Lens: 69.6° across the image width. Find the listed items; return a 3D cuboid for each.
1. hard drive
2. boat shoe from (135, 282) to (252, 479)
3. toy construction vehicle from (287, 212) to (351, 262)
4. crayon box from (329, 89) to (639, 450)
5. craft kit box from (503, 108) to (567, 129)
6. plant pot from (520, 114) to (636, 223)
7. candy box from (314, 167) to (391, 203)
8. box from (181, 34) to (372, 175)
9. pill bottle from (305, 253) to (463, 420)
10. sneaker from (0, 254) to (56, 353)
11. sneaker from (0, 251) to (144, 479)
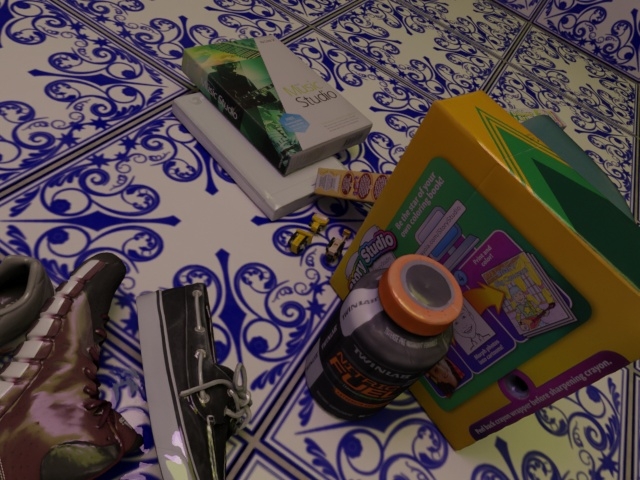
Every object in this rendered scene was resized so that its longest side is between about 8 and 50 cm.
[{"bbox_3d":[-0.110,-0.186,0.886,0.203,0.040,0.307,-29,68,-37],"label":"hard drive"},{"bbox_3d":[-0.133,0.180,0.524,0.105,0.113,0.306,-15,49,-15],"label":"boat shoe"},{"bbox_3d":[0.000,0.000,0.786,0.086,0.035,0.098,22,44,11],"label":"toy construction vehicle"},{"bbox_3d":[0.189,0.057,0.587,0.106,0.362,0.313,-21,63,-34],"label":"crayon box"},{"bbox_3d":[0.290,-0.137,0.869,0.250,0.246,0.060,-9,55,-27],"label":"craft kit box"},{"bbox_3d":[0.351,-0.016,0.755,0.293,0.292,0.235,-22,61,-35],"label":"plant pot"},{"bbox_3d":[0.093,-0.087,0.789,0.187,0.052,0.109,12,5,44],"label":"candy box"},{"bbox_3d":[-0.084,-0.283,0.909,0.322,0.058,0.232,45,49,17],"label":"box"},{"bbox_3d":[0.074,0.120,0.567,0.131,0.245,0.130,11,49,-13],"label":"pill bottle"},{"bbox_3d":[-0.392,0.108,0.470,0.099,0.121,0.262,29,47,3],"label":"sneaker"},{"bbox_3d":[-0.254,0.158,0.513,0.163,0.106,0.281,27,58,-7],"label":"sneaker"}]
